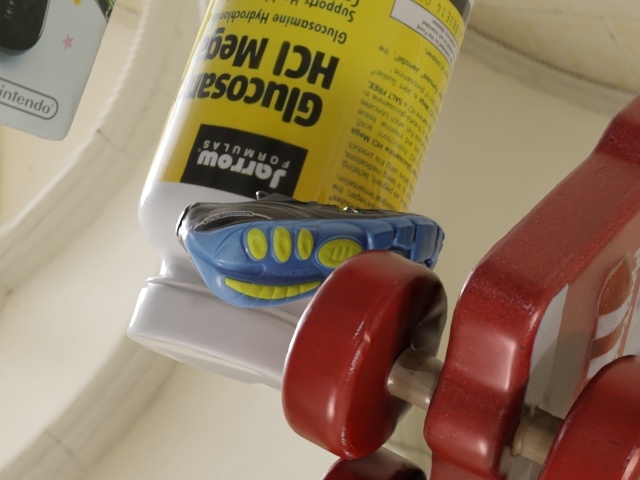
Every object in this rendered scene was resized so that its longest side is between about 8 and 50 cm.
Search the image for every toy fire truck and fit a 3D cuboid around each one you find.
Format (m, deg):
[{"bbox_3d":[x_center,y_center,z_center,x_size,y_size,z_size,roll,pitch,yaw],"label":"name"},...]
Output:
[{"bbox_3d":[0.118,0.097,0.710,0.169,0.302,0.254,23,-140,28],"label":"toy fire truck"}]

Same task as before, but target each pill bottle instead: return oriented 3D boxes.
[{"bbox_3d":[-0.019,-0.066,0.984,0.188,0.188,0.333,5,-107,47],"label":"pill bottle"}]

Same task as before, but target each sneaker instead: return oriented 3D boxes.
[{"bbox_3d":[0.000,0.000,0.773,0.078,0.188,0.067,40,-65,41],"label":"sneaker"}]

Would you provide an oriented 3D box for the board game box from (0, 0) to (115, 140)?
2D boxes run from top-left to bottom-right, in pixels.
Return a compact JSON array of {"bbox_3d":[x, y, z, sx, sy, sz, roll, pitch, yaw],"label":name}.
[{"bbox_3d":[-0.140,-0.210,0.447,0.098,0.224,0.303,20,-89,35],"label":"board game box"}]
